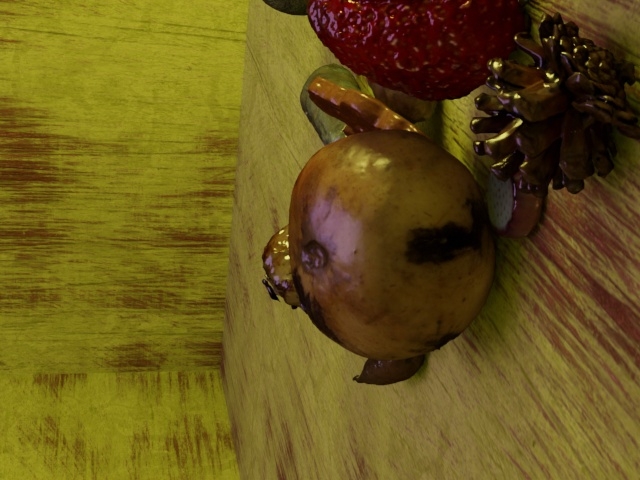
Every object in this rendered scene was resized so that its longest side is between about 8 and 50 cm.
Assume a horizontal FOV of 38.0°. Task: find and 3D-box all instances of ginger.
[{"bbox_3d":[0.119,-0.349,1.527,0.190,0.126,0.354,62,-165,-56],"label":"ginger"}]

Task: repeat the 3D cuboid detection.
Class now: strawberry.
[{"bbox_3d":[0.120,-0.310,1.220,0.257,0.276,0.258,-178,90,-80],"label":"strawberry"}]

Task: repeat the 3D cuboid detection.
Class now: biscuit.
[{"bbox_3d":[0.099,-0.178,1.503,0.047,0.202,0.334,-49,30,-2],"label":"biscuit"}]

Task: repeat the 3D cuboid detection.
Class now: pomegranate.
[{"bbox_3d":[0.097,0.006,1.285,0.322,0.322,0.322,-179,90,-77],"label":"pomegranate"}]

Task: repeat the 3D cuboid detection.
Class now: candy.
[{"bbox_3d":[0.243,-0.054,1.171,0.103,0.043,0.103,-179,90,-76],"label":"candy"}]

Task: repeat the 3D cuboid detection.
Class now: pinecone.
[{"bbox_3d":[0.239,-0.134,0.969,0.195,0.149,0.179,104,155,-54],"label":"pinecone"}]

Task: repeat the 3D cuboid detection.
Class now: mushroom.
[{"bbox_3d":[0.007,0.011,1.788,0.283,0.195,0.263,-59,-5,-22],"label":"mushroom"}]

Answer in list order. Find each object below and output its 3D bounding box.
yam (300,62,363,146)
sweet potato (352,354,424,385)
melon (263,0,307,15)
[{"bbox_3d":[0.043,-0.238,1.853,0.330,0.133,0.133,-110,25,-52],"label":"yam"},{"bbox_3d":[0.141,0.189,1.545,0.269,0.074,0.075,131,140,-50],"label":"sweet potato"},{"bbox_3d":[-0.033,-0.617,1.948,0.329,0.248,0.249,126,143,-62],"label":"melon"}]
